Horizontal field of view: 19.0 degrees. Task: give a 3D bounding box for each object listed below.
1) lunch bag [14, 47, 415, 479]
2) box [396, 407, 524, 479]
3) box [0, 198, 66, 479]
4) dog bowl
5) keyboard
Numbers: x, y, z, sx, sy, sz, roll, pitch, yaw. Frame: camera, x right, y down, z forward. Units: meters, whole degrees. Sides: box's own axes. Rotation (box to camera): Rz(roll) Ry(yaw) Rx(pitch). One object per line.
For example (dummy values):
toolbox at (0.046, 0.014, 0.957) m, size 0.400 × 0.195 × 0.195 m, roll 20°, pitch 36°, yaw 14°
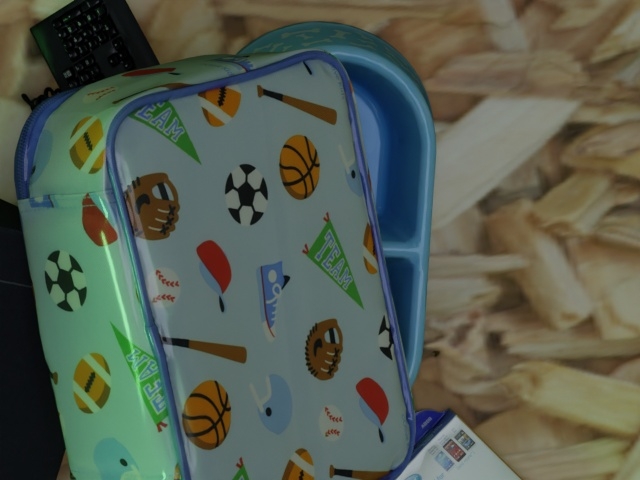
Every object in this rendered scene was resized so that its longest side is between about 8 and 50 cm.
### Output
lunch bag at (-0.053, 0.040, 1.164) m, size 0.243 × 0.115 × 0.303 m, roll -20°, pitch 105°, yaw -47°
box at (0.102, 0.185, 1.362) m, size 0.136 × 0.028 × 0.081 m, roll 44°, pitch 89°, yaw -13°
box at (-0.331, 0.104, 1.126) m, size 0.343 × 0.179 × 0.312 m, roll 15°, pitch 96°, yaw -48°
dog bowl at (0.000, 0.000, 1.300) m, size 0.166 × 0.074 × 0.297 m, roll 3°, pitch 96°, yaw -9°
keyboard at (-0.136, -0.066, 1.256) m, size 0.100 × 0.038 × 0.192 m, roll -30°, pitch 84°, yaw 22°
